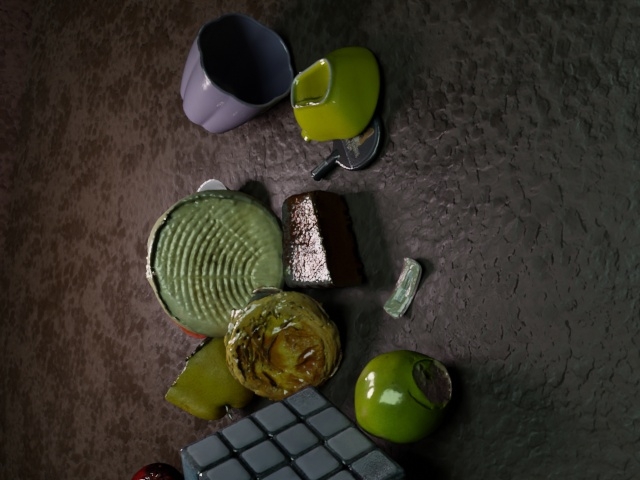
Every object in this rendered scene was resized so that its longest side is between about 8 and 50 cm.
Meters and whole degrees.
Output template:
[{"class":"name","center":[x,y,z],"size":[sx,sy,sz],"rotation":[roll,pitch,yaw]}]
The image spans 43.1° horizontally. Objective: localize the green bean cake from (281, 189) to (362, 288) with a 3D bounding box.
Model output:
[{"class":"green bean cake","center":[0.000,0.000,1.884],"size":[0.198,0.097,0.233],"rotation":[-11,79,47]}]

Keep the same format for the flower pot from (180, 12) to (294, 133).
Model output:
[{"class":"flower pot","center":[-0.238,-0.409,2.075],"size":[0.243,0.265,0.265],"rotation":[-30,65,53]}]

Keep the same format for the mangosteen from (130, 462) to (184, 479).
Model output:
[{"class":"mangosteen","center":[-0.457,0.728,2.282],"size":[0.200,0.200,0.200],"rotation":[-5,84,47]}]

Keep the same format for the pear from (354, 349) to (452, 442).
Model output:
[{"class":"pear","center":[0.154,0.318,1.639],"size":[0.219,0.187,0.187],"rotation":[-32,64,47]}]

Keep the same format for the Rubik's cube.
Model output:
[{"class":"Rubik's cube","center":[-0.051,0.562,1.647],"size":[0.337,0.344,0.344],"rotation":[34,138,46]}]

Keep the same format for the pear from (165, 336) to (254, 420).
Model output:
[{"class":"pear","center":[-0.253,0.363,2.082],"size":[0.178,0.267,0.267],"rotation":[41,120,9]}]

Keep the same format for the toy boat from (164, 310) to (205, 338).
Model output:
[{"class":"toy boat","center":[-0.348,0.190,2.207],"size":[0.392,0.079,0.136],"rotation":[17,115,58]}]

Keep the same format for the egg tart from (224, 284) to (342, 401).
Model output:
[{"class":"egg tart","center":[-0.087,0.231,1.897],"size":[0.132,0.297,0.297],"rotation":[-77,13,-66]}]

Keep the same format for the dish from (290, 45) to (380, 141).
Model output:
[{"class":"dish","center":[0.010,-0.345,1.876],"size":[0.262,0.108,0.221],"rotation":[-11,71,47]}]

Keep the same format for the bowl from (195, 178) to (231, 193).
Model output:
[{"class":"bowl","center":[-0.264,-0.066,2.183],"size":[0.189,0.086,0.189],"rotation":[-8,80,47]}]

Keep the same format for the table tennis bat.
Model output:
[{"class":"table tennis bat","center":[0.060,-0.215,1.892],"size":[0.236,0.027,0.150],"rotation":[-39,59,36]}]

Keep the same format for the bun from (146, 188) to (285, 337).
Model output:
[{"class":"bun","center":[-0.248,0.052,2.007],"size":[0.202,0.364,0.364],"rotation":[-167,82,-80]}]

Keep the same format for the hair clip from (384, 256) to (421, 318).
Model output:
[{"class":"hair clip","center":[0.179,0.101,1.739],"size":[0.054,0.022,0.137],"rotation":[37,113,41]}]
